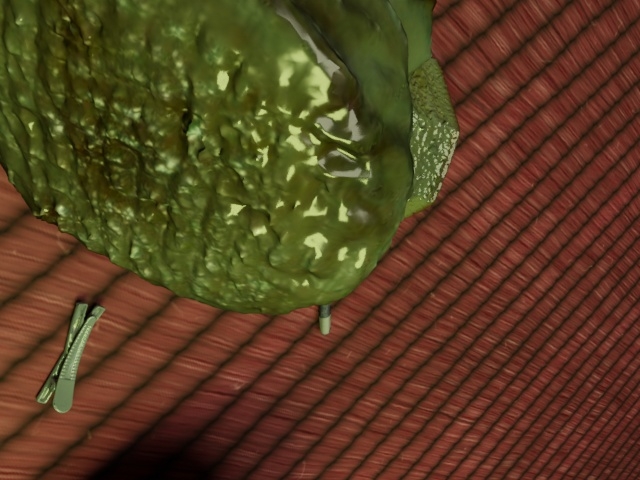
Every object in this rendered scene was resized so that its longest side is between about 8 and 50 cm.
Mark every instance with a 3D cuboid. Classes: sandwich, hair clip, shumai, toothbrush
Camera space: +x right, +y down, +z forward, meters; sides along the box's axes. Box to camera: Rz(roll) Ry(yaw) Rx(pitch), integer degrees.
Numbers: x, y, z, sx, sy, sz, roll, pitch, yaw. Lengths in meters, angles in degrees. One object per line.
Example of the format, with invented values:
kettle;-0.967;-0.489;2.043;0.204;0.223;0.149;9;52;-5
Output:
sandwich;0.095;-0.108;0.834;0.094;0.096;0.258;13;99;-38
hair clip;-0.246;0.118;0.683;0.030;0.039;0.115;16;97;-49
shumai;-0.070;-0.167;0.533;0.323;0.397;0.324;-53;-177;-40
toothbrush;0.000;0.000;0.847;0.024;0.026;0.288;-70;159;-58
